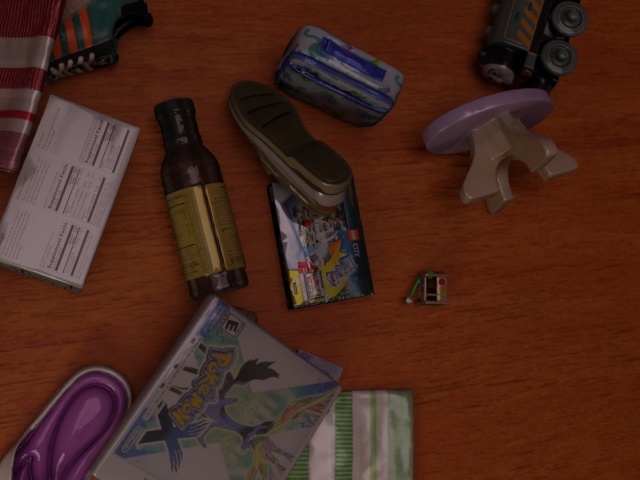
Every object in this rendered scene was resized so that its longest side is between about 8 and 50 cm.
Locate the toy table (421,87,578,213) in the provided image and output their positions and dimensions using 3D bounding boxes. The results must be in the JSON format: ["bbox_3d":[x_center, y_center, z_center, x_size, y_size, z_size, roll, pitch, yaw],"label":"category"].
[{"bbox_3d":[0.347,-0.170,1.510,0.274,0.252,0.161,-19,72,-8],"label":"toy table"}]

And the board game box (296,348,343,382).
[{"bbox_3d":[-0.014,0.253,1.423,0.090,0.020,0.090,25,58,-5],"label":"board game box"}]

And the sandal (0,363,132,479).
[{"bbox_3d":[-0.440,0.387,1.249,0.169,0.102,0.416,26,76,-12],"label":"sandal"}]

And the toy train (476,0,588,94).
[{"bbox_3d":[0.438,-0.451,1.619,0.190,0.142,0.334,19,80,-2],"label":"toy train"}]

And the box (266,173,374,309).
[{"bbox_3d":[0.000,0.000,1.465,0.159,0.044,0.233,-8,86,-18],"label":"box"}]

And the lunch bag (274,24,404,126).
[{"bbox_3d":[0.032,-0.295,1.443,0.219,0.176,0.090,25,76,-14],"label":"lunch bag"}]

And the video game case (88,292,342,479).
[{"bbox_3d":[-0.157,0.301,1.292,0.300,0.036,0.329,39,77,-26],"label":"video game case"}]

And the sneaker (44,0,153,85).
[{"bbox_3d":[-0.414,-0.329,1.344,0.121,0.108,0.302,47,76,-9],"label":"sneaker"}]

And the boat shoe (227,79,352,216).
[{"bbox_3d":[-0.070,-0.162,1.409,0.113,0.103,0.302,-23,60,-32],"label":"boat shoe"}]

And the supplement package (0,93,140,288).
[{"bbox_3d":[-0.406,-0.064,1.262,0.145,0.204,0.262,21,78,-15],"label":"supplement package"}]

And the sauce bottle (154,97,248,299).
[{"bbox_3d":[-0.212,-0.074,1.374,0.111,0.111,0.344,-12,87,-18],"label":"sauce bottle"}]

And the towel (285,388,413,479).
[{"bbox_3d":[0.018,0.396,1.426,0.325,0.038,0.247,2,82,-17],"label":"towel"}]

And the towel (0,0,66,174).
[{"bbox_3d":[-0.513,-0.274,1.246,0.037,0.237,0.329,22,79,-58],"label":"towel"}]

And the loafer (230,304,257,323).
[{"bbox_3d":[-0.210,0.220,1.347,0.092,0.102,0.268,33,76,-2],"label":"loafer"}]

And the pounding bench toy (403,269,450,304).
[{"bbox_3d":[0.200,0.090,1.512,0.083,0.052,0.065,3,82,-17],"label":"pounding bench toy"}]
